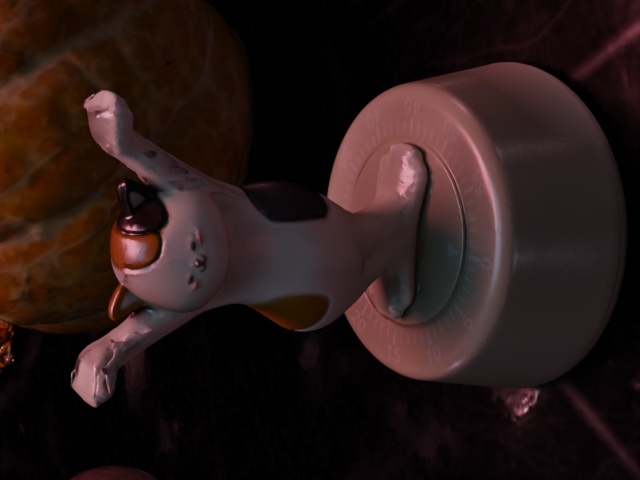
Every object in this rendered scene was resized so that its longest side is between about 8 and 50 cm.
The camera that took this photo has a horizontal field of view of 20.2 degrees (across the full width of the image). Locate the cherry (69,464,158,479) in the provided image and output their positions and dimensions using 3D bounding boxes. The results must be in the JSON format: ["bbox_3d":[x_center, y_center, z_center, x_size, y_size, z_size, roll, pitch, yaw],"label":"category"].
[{"bbox_3d":[-0.148,0.240,1.235,0.176,0.140,0.176,179,90,-69],"label":"cherry"}]

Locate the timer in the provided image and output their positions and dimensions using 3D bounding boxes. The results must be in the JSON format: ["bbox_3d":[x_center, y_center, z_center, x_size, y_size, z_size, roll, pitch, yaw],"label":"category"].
[{"bbox_3d":[0.000,0.000,0.896,0.175,0.266,0.175,9,101,54],"label":"timer"}]

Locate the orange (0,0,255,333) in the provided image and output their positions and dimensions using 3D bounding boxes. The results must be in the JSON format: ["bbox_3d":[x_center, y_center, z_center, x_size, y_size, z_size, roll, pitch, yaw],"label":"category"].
[{"bbox_3d":[-0.181,-0.101,1.111,0.329,0.249,0.329,52,176,5],"label":"orange"}]

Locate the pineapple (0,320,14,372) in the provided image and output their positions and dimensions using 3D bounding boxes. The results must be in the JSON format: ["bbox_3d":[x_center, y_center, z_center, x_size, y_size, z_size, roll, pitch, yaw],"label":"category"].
[{"bbox_3d":[-0.310,0.062,1.488,0.077,0.114,0.114,-128,49,-64],"label":"pineapple"}]
